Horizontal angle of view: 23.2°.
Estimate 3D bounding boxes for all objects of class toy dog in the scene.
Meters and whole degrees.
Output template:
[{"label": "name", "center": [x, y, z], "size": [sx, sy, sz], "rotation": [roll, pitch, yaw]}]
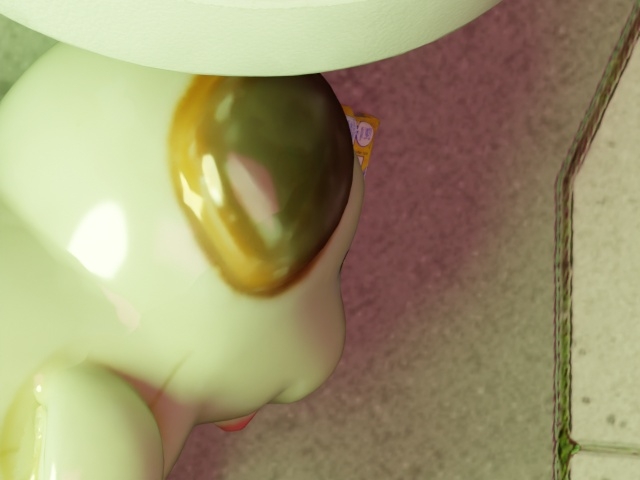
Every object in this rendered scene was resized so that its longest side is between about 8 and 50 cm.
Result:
[{"label": "toy dog", "center": [-0.171, 0.036, 0.734], "size": [0.408, 0.284, 0.395], "rotation": [-26, 100, -15]}]

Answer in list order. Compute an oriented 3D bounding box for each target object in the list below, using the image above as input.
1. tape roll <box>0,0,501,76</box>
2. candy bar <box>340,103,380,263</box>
[{"label": "tape roll", "center": [-0.038, -0.258, 0.679], "size": [0.392, 0.072, 0.392], "rotation": [3, 70, -8]}, {"label": "candy bar", "center": [0.000, 0.000, 0.893], "size": [0.040, 0.018, 0.161], "rotation": [10, 101, -23]}]
